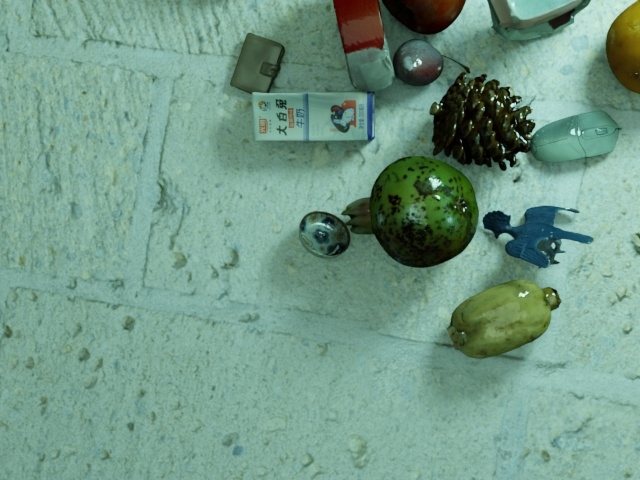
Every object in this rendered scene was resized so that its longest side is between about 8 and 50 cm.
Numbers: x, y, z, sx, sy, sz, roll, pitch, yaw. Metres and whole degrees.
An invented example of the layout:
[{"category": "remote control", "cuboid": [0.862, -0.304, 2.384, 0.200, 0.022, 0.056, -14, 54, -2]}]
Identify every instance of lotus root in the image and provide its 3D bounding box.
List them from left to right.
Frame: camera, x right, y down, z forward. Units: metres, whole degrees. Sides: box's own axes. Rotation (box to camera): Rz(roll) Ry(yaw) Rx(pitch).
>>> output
[{"category": "lotus root", "cuboid": [0.454, 0.191, 1.776, 0.284, 0.146, 0.160, -23, 104, 5]}]

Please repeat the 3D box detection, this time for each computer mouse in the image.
[{"category": "computer mouse", "cuboid": [0.639, -0.255, 1.792, 0.229, 0.068, 0.113, -13, 89, 8]}]

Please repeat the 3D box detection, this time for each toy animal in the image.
[{"category": "toy animal", "cuboid": [0.528, -0.012, 1.764, 0.255, 0.239, 0.176, -16, 121, 47]}]

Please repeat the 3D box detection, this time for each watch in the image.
[{"category": "watch", "cuboid": [0.523, -0.573, 1.728, 0.253, 0.241, 0.161, -20, 83, 6]}]

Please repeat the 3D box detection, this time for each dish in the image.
[{"category": "dish", "cuboid": [0.000, 0.000, 1.885, 0.141, 0.078, 0.141, 11, 55, -16]}]

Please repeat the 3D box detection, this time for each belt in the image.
[{"category": "belt", "cuboid": [0.102, -0.527, 1.790, 0.115, 0.227, 0.323, -13, 70, 10]}]

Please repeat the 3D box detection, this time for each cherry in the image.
[{"category": "cherry", "cuboid": [0.271, -0.433, 1.817, 0.188, 0.148, 0.115, 31, 102, 7]}]

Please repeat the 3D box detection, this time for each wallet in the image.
[{"category": "wallet", "cuboid": [-0.167, -0.468, 1.931, 0.118, 0.039, 0.152, 24, 96, 8]}]

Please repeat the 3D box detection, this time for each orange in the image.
[{"category": "orange", "cuboid": [0.799, -0.460, 1.699, 0.240, 0.240, 0.240, 0, 89, 8]}]

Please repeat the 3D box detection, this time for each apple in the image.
[{"category": "apple", "cuboid": [0.255, -0.637, 1.784, 0.234, 0.234, 0.234, 0, 89, 8]}]

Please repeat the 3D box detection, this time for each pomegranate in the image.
[{"category": "pomegranate", "cuboid": [0.209, -0.063, 1.781, 0.341, 0.285, 0.284, -6, 88, 41]}]

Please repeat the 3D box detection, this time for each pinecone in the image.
[{"category": "pinecone", "cuboid": [0.391, -0.287, 1.760, 0.273, 0.224, 0.224, 11, 91, -11]}]

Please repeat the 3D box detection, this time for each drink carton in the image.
[{"category": "drink carton", "cuboid": [-0.017, -0.321, 1.866, 0.315, 0.106, 0.130, 0, 100, 9]}]
